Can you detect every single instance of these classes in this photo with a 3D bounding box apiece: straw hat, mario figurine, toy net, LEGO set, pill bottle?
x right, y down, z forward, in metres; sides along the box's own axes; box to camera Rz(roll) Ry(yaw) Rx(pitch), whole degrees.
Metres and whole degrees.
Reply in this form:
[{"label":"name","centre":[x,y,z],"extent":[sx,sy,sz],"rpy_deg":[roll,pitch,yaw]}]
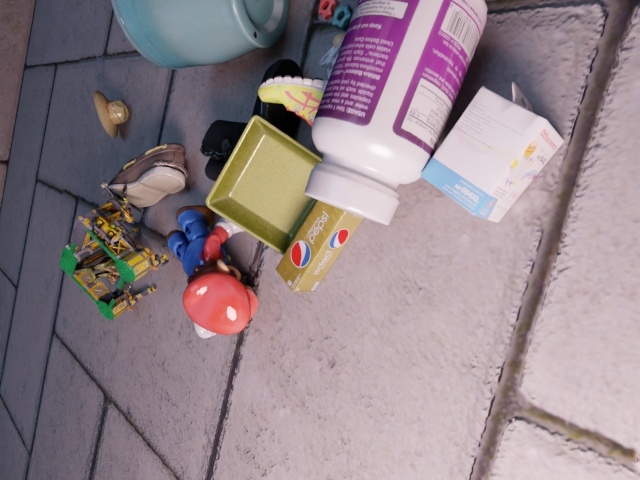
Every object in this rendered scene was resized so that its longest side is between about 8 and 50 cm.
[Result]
[{"label":"straw hat","centre":[-0.614,-0.386,1.269],"extent":[0.061,0.144,0.144],"rpy_deg":[-15,71,-1]},{"label":"mario figurine","centre":[-0.208,0.066,0.865],"extent":[0.320,0.170,0.198],"rpy_deg":[52,154,43]},{"label":"toy net","centre":[0.026,-0.382,0.737],"extent":[0.122,0.045,0.232],"rpy_deg":[14,95,40]},{"label":"LEGO set","centre":[-0.500,0.029,1.084],"extent":[0.255,0.192,0.331],"rpy_deg":[40,131,5]},{"label":"pill bottle","centre":[0.088,-0.181,0.565],"extent":[0.169,0.169,0.301],"rpy_deg":[25,95,39]}]

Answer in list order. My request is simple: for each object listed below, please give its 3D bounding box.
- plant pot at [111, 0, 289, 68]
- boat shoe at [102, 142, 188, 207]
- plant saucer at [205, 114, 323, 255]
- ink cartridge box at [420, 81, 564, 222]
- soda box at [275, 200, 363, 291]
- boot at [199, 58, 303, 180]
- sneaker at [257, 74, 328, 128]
[{"label":"plant pot","centre":[-0.211,-0.475,0.825],"extent":[0.255,0.272,0.271],"rpy_deg":[14,95,25]},{"label":"boat shoe","centre":[-0.449,-0.161,1.077],"extent":[0.324,0.116,0.096],"rpy_deg":[-11,67,40]},{"label":"plant saucer","centre":[-0.077,-0.092,0.743],"extent":[0.188,0.045,0.188],"rpy_deg":[33,111,-6]},{"label":"ink cartridge box","centre":[0.214,-0.108,0.514],"extent":[0.090,0.092,0.143],"rpy_deg":[47,115,33]},{"label":"soda box","centre":[0.000,0.000,0.707],"extent":[0.061,0.058,0.181],"rpy_deg":[47,114,33]},{"label":"boot","centre":[-0.146,-0.228,0.832],"extent":[0.207,0.094,0.246],"rpy_deg":[17,102,37]},{"label":"sneaker","centre":[-0.007,-0.215,0.690],"extent":[0.208,0.081,0.094],"rpy_deg":[12,108,13]}]
